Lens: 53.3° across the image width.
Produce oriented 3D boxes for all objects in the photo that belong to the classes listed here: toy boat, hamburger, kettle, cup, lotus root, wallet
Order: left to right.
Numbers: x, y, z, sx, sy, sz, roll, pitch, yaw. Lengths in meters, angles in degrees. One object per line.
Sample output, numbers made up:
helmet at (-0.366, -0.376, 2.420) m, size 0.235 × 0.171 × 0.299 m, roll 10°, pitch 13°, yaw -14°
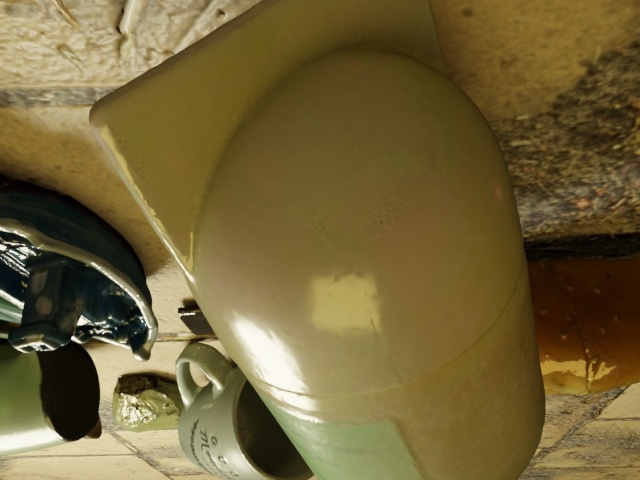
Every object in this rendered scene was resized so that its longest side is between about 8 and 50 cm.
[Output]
kettle at (-0.465, 0.206, 0.903) m, size 0.256 × 0.165 × 0.240 m, roll -8°, pitch 120°, yaw 11°
toy boat at (-0.260, 0.055, 0.651) m, size 0.129 × 0.142 × 0.309 m, roll -12°, pitch 146°, yaw 15°
lotus root at (-0.300, 0.286, 1.105) m, size 0.143 × 0.070 × 0.144 m, roll -5°, pitch 148°, yaw 7°
cup at (-0.140, 0.262, 1.002) m, size 0.234 × 0.186 × 0.258 m, roll -23°, pitch 113°, yaw 46°
wallet at (-0.105, 0.100, 0.848) m, size 0.157 × 0.018 × 0.082 m, roll -5°, pitch 149°, yaw 6°
hamburger at (0.289, 0.094, 0.710) m, size 0.283 × 0.156 × 0.144 m, roll -5°, pitch 148°, yaw 11°

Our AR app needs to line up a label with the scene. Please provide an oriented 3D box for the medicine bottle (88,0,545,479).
medicine bottle at (0.029, 0.015, 0.473) m, size 0.236 × 0.235 × 0.406 m, roll -10°, pitch 131°, yaw 16°

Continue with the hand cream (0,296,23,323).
hand cream at (-0.400, 0.077, 0.789) m, size 0.224 × 0.048 × 0.083 m, roll 10°, pitch 150°, yaw -8°
